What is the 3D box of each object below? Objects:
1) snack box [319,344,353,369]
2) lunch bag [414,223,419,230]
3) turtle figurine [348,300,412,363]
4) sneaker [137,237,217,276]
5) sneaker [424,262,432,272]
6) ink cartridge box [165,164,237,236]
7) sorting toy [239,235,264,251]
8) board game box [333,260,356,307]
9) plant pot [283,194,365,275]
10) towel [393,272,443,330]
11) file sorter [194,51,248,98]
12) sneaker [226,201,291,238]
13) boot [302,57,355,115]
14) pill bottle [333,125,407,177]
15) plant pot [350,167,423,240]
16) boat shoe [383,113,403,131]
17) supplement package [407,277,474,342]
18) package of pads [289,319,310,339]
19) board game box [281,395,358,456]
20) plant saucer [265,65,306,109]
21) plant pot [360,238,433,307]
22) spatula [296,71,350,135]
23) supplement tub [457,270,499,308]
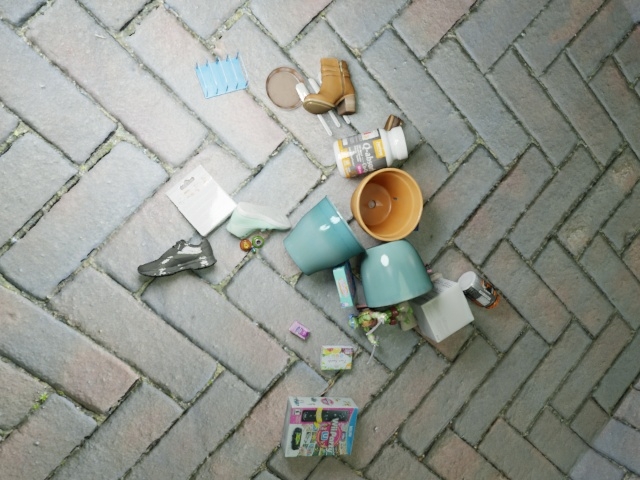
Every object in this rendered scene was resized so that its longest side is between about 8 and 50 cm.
[{"bbox_3d":[0.070,0.521,1.800,0.141,0.037,0.100,4,96,-17],"label":"snack box"},{"bbox_3d":[0.399,-0.077,1.822,0.098,0.067,0.065,-1,96,-18],"label":"lunch bag"},{"bbox_3d":[0.273,0.377,1.730,0.266,0.274,0.198,-17,109,-12],"label":"turtle figurine"},{"bbox_3d":[-0.551,0.065,1.546,0.286,0.109,0.130,-13,89,-22],"label":"sneaker"},{"bbox_3d":[0.457,0.140,1.879,0.119,0.047,0.057,-17,81,-16],"label":"sneaker"},{"bbox_3d":[-0.459,-0.153,1.578,0.181,0.056,0.225,-42,87,-9],"label":"ink cartridge box"},{"bbox_3d":[-0.276,0.018,1.642,0.102,0.042,0.061,-16,100,-15],"label":"sorting toy"},{"bbox_3d":[0.104,0.167,1.686,0.047,0.210,0.160,-12,101,12],"label":"board game box"},{"bbox_3d":[0.000,0.000,1.621,0.255,0.271,0.271,-35,104,4],"label":"plant pot"},{"bbox_3d":[0.475,0.282,1.893,0.282,0.049,0.187,-23,100,-12],"label":"towel"},{"bbox_3d":[-0.369,-0.624,1.517,0.170,0.104,0.118,-21,100,-13],"label":"file sorter"},{"bbox_3d":[-0.253,-0.065,1.633,0.256,0.094,0.151,14,131,-38],"label":"sneaker"},{"bbox_3d":[0.029,-0.621,1.603,0.283,0.109,0.220,-11,92,-37],"label":"boot"},{"bbox_3d":[0.202,-0.361,1.640,0.278,0.162,0.162,-14,100,10],"label":"pill bottle"},{"bbox_3d":[0.253,-0.150,1.700,0.291,0.203,0.291,-1,95,-16],"label":"plant pot"},{"bbox_3d":[0.298,-0.443,1.751,0.073,0.073,0.207,25,88,-15],"label":"boat shoe"},{"bbox_3d":[0.532,0.306,1.807,0.203,0.149,0.194,-28,102,-11],"label":"supplement package"},{"bbox_3d":[-0.090,0.385,1.741,0.083,0.032,0.050,37,87,-17],"label":"package of pads"},{"bbox_3d":[-0.004,0.816,1.778,0.303,0.097,0.224,7,94,-18],"label":"board game box"},{"bbox_3d":[-0.141,-0.611,1.626,0.168,0.029,0.168,-1,95,-16],"label":"plant saucer"},{"bbox_3d":[0.301,0.124,1.711,0.293,0.293,0.235,-17,88,-14],"label":"plant pot"},{"bbox_3d":[0.016,-0.561,1.667,0.168,0.019,0.242,-42,108,-30],"label":"spatula"},{"bbox_3d":[0.759,0.242,1.937,0.190,0.117,0.117,35,85,-18],"label":"supplement tub"}]
